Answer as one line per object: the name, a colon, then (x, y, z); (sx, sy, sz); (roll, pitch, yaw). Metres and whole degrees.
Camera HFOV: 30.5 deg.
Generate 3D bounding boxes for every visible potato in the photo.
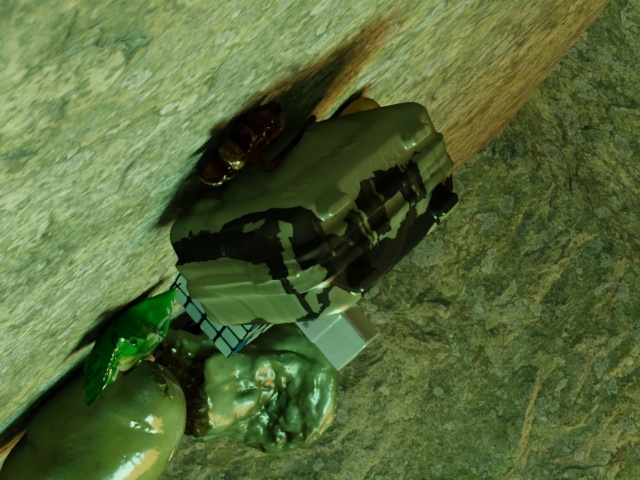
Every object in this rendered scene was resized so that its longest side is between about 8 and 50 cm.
potato: (-0.359, 0.331, 1.908); (0.326, 0.221, 0.243); (-46, 172, -11)

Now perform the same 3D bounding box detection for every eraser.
eraser: (-0.020, 0.088, 2.091); (0.086, 0.287, 0.130); (-42, 174, 16)

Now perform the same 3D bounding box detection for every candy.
candy: (-0.289, 0.145, 1.775); (0.141, 0.078, 0.203); (-34, -170, 25)

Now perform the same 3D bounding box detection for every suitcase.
suitcase: (-0.031, -0.039, 1.533); (0.339, 0.194, 0.351); (-7, -155, 45)

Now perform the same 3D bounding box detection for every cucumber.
cucumber: (-0.276, 0.202, 2.404); (0.043, 0.039, 0.163); (-20, -170, 43)

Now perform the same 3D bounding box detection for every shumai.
shumai: (-0.176, 0.250, 2.277); (0.323, 0.397, 0.324); (-4, 116, -34)

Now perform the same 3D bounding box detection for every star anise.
star anise: (-0.073, -0.117, 1.398); (0.190, 0.070, 0.097); (-41, 172, -35)

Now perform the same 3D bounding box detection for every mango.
mango: (0.046, -0.168, 1.830); (0.101, 0.066, 0.187); (-39, -179, -23)

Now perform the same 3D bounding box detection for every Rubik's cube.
Rubik's cube: (-0.126, 0.070, 1.906); (0.151, 0.155, 0.154); (-39, 172, -34)
